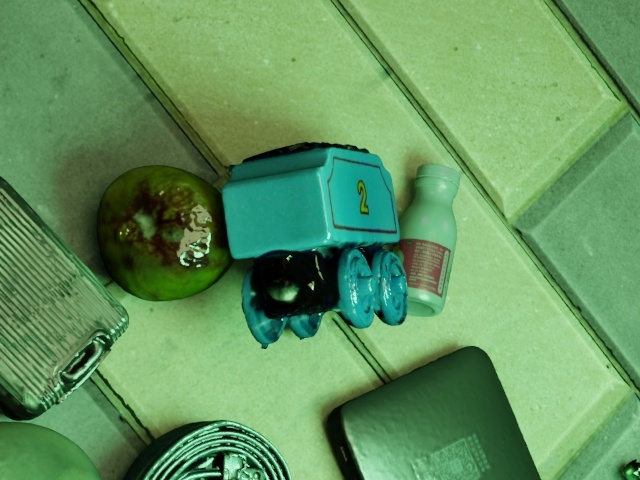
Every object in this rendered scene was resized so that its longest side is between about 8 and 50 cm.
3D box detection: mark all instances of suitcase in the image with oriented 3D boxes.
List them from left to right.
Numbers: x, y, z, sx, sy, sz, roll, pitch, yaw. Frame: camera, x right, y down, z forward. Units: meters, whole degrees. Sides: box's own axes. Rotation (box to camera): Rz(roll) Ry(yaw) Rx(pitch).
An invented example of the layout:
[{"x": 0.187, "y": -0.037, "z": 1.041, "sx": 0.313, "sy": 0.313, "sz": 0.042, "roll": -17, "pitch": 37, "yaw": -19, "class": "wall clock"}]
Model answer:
[{"x": -0.404, "y": 0.064, "z": 1.828, "sx": 0.312, "sy": 0.128, "sz": 0.202, "roll": 47, "pitch": 63, "yaw": -9, "class": "suitcase"}]

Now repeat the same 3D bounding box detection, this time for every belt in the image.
[{"x": -0.160, "y": 0.352, "z": 1.886, "sx": 0.267, "sy": 0.116, "sz": 0.206, "roll": -37, "pitch": 100, "yaw": -31, "class": "belt"}]

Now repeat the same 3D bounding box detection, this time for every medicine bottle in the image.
[{"x": 0.155, "y": -0.002, "z": 2.139, "sx": 0.090, "sy": 0.090, "sz": 0.216, "roll": 20, "pitch": 69, "yaw": -21, "class": "medicine bottle"}]

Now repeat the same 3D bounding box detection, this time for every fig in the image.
[{"x": -0.195, "y": -0.009, "z": 1.931, "sx": 0.191, "sy": 0.181, "sz": 0.181, "roll": 15, "pitch": 70, "yaw": -47, "class": "fig"}]

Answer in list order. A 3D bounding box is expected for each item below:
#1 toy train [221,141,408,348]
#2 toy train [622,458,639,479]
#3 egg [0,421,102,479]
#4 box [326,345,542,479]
[{"x": 0.000, "y": 0.000, "z": 1.956, "sx": 0.300, "sy": 0.188, "sz": 0.265, "roll": 0, "pitch": 81, "yaw": -69, "class": "toy train"}, {"x": 0.566, "y": 0.437, "z": 2.200, "sx": 0.115, "sy": 0.154, "sz": 0.269, "roll": -36, "pitch": 95, "yaw": -30, "class": "toy train"}, {"x": -0.412, "y": 0.348, "z": 1.684, "sx": 0.352, "sy": 0.258, "sz": 0.258, "roll": -26, "pitch": 90, "yaw": -36, "class": "egg"}, {"x": 0.172, "y": 0.325, "z": 2.080, "sx": 0.289, "sy": 0.073, "sz": 0.290, "roll": -22, "pitch": 88, "yaw": -29, "class": "box"}]
